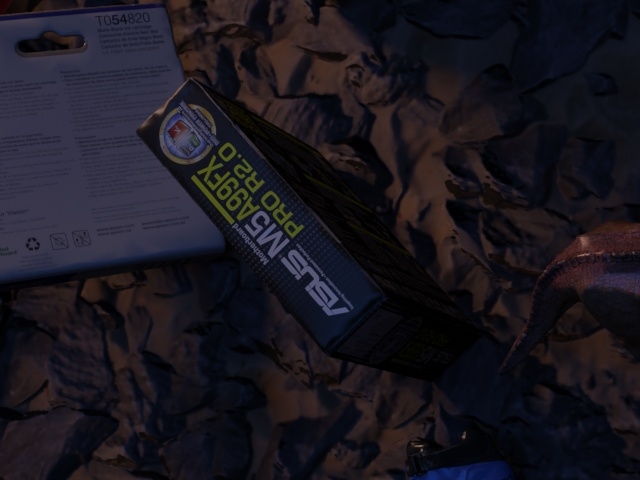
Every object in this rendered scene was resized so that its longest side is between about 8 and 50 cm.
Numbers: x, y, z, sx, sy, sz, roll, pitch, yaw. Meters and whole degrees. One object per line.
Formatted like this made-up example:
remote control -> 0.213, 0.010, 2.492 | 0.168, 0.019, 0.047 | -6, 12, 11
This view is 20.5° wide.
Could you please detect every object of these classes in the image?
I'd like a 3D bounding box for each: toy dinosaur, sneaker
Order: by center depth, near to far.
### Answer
toy dinosaur -> 0.249, 0.022, 1.252 | 0.295, 0.200, 0.127 | -12, 79, 19
sneaker -> 0.075, 0.200, 1.364 | 0.152, 0.058, 0.085 | -29, 80, 9

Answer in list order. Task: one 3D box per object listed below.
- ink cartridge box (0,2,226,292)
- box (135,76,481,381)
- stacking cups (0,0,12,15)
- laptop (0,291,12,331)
ink cartridge box -> -0.207, -0.077, 1.444 | 0.223, 0.045, 0.224 | -8, 76, -25
box -> 0.000, 0.000, 1.309 | 0.060, 0.270, 0.216 | -45, 71, 8
stacking cups -> -0.405, -0.275, 1.520 | 0.316, 0.096, 0.096 | 27, 92, 21
laptop -> -0.400, 0.035, 1.516 | 0.234, 0.136, 0.264 | 20, 78, 22
